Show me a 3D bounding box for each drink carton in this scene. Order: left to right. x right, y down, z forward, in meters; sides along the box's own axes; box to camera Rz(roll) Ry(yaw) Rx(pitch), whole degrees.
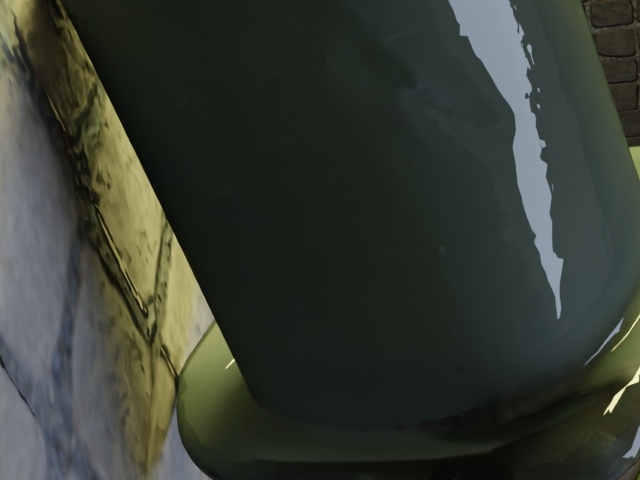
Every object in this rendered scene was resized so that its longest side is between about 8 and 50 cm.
[{"bbox_3d":[0.012,-0.039,0.554,0.185,0.191,0.189,-57,133,-39],"label":"drink carton"}]

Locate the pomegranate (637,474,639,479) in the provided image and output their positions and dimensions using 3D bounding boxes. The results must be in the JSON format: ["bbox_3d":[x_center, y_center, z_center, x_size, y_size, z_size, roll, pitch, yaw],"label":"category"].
[{"bbox_3d":[0.165,0.095,1.245,0.302,0.236,0.236,64,10,0],"label":"pomegranate"}]

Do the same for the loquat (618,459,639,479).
[{"bbox_3d":[0.107,0.076,1.035,0.179,0.179,0.227,70,9,-55],"label":"loquat"}]
